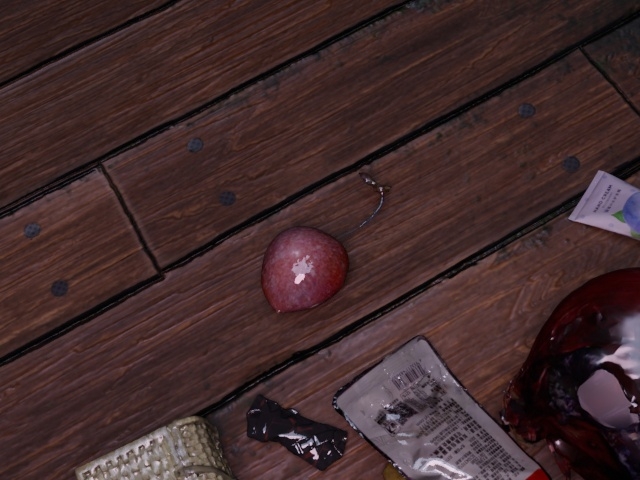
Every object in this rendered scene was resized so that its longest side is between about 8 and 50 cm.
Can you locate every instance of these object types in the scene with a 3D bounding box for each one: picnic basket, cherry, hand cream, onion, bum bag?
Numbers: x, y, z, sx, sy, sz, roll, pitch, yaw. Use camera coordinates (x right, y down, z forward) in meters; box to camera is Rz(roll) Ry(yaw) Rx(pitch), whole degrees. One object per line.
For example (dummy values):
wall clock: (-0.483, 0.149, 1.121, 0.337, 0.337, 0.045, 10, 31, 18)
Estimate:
picnic basket: (-0.147, 0.309, 0.975, 0.154, 0.134, 0.196, -25, 65, -3)
cherry: (0.000, 0.000, 1.137, 0.107, 0.090, 0.225, 15, 56, 29)
hand cream: (0.396, -0.034, 1.135, 0.142, 0.053, 0.084, 27, 71, 28)
onion: (0.348, 0.168, 0.954, 0.281, 0.221, 0.280, -1, 88, 23)
bum bag: (-0.030, 0.226, 1.056, 0.124, 0.034, 0.058, 21, 59, 14)

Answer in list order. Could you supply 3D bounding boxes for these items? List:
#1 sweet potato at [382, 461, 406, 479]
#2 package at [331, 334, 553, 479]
sweet potato: (0.125, 0.357, 0.961, 0.075, 0.075, 0.273, -12, 62, 0)
package: (0.141, 0.225, 1.016, 0.154, 0.030, 0.239, -28, 62, -33)
